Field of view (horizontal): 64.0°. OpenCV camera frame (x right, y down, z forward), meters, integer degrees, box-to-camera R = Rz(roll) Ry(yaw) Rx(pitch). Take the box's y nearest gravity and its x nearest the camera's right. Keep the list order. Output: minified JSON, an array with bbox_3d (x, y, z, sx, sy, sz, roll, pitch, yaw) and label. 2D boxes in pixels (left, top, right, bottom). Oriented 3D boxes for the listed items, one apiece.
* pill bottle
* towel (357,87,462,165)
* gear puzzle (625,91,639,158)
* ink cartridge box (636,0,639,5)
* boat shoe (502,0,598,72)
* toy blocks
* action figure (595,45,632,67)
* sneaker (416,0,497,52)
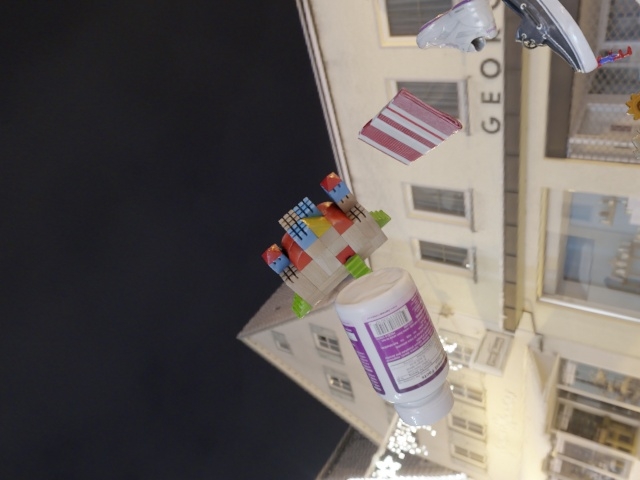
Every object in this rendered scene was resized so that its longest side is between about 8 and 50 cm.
[{"bbox_3d":[0.162,0.221,1.049,0.169,0.169,0.301,-40,-71,-47],"label":"pill bottle"},{"bbox_3d":[0.292,-0.374,1.742,0.237,0.329,0.037,27,-111,-14],"label":"towel"},{"bbox_3d":[0.894,-0.235,1.313,0.175,0.339,0.044,-33,-10,1],"label":"gear puzzle"},{"bbox_3d":[1.070,-0.735,1.431,0.117,0.283,0.207,21,-138,-31],"label":"ink cartridge box"},{"bbox_3d":[0.330,-0.338,0.787,0.228,0.076,0.080,57,-153,7],"label":"boat shoe"},{"bbox_3d":[0.000,0.000,1.367,0.381,0.191,0.261,-42,-44,0],"label":"toy blocks"},{"bbox_3d":[0.633,-0.403,1.137,0.038,0.115,0.030,-26,-85,-10],"label":"action figure"},{"bbox_3d":[0.394,-0.604,1.514,0.114,0.305,0.152,-37,-75,-17],"label":"sneaker"}]
